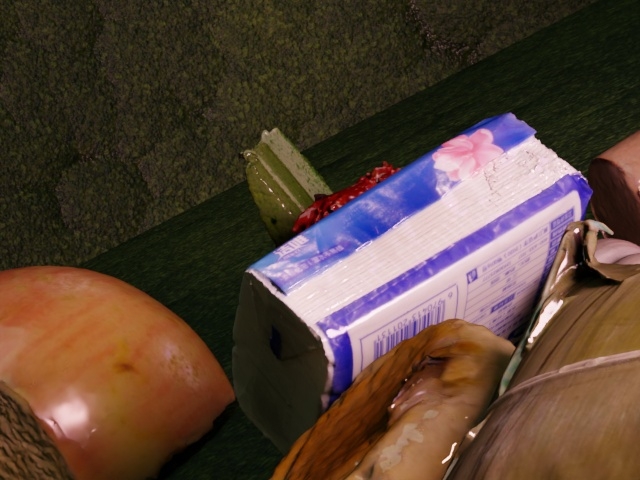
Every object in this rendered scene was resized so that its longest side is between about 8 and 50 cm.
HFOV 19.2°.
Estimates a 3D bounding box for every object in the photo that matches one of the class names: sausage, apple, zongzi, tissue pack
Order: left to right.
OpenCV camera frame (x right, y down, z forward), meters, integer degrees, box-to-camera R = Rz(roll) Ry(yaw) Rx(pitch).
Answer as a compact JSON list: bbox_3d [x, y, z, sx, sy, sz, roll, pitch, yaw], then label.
[{"bbox_3d":[-0.256,0.157,2.022,0.309,0.314,0.252,-40,-26,-45],"label":"apple"},{"bbox_3d":[0.066,0.037,1.485,0.269,0.137,0.209,-31,-26,-23],"label":"tissue pack"},{"bbox_3d":[0.373,-0.078,1.740,0.253,0.123,0.123,-30,11,-16],"label":"sausage"},{"bbox_3d":[0.214,0.157,0.986,0.418,0.181,0.447,-50,22,-25],"label":"zongzi"}]

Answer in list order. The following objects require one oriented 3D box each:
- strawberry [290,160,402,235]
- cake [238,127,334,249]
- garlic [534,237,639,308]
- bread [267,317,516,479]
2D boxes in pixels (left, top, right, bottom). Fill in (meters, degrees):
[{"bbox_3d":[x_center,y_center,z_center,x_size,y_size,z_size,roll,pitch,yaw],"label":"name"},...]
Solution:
[{"bbox_3d":[0.078,0.015,1.921,0.184,0.187,0.201,-62,29,3],"label":"strawberry"},{"bbox_3d":[0.004,-0.017,2.087,0.099,0.235,0.100,-10,25,29],"label":"cake"},{"bbox_3d":[0.206,0.084,1.440,0.194,0.127,0.131,-46,18,-9],"label":"garlic"},{"bbox_3d":[0.063,0.168,1.277,0.244,0.134,0.244,-41,8,7],"label":"bread"}]
